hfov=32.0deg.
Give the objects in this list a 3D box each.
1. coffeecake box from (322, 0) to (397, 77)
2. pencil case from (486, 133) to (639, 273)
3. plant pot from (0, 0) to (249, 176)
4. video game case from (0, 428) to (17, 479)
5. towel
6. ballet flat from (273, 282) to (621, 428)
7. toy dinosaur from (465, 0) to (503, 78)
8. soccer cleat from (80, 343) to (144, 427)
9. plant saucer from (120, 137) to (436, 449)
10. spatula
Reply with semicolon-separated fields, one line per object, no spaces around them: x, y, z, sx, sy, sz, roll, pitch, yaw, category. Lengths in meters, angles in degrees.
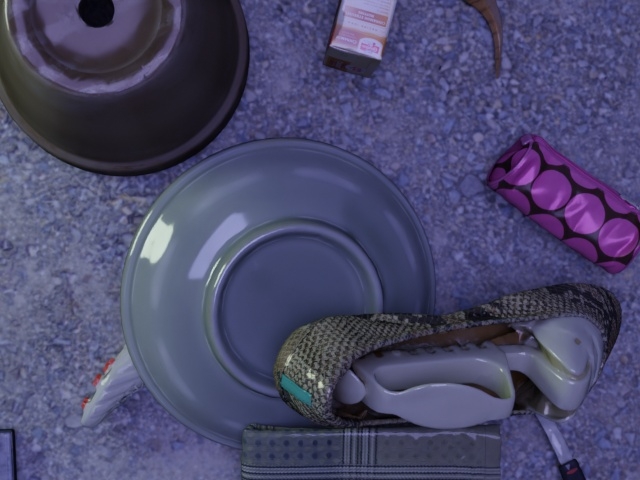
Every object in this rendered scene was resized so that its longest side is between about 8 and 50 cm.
0.061;-0.307;1.375;0.068;0.142;0.185;15;89;-3;coffeecake box
0.320;-0.052;1.422;0.209;0.095;0.098;33;123;-5;pencil case
-0.240;-0.239;1.287;0.323;0.280;0.323;0;91;-5;plant pot
-0.478;0.379;1.397;0.196;0.026;0.274;-3;91;-4;video game case
0.066;0.364;1.370;0.324;0.056;0.312;0;105;4;towel
0.190;0.154;1.293;0.483;0.182;0.164;-4;108;-23;ballet flat
0.203;-0.328;1.438;0.112;0.064;0.211;-40;103;8;toy dinosaur
-0.226;0.160;1.395;0.076;0.068;0.196;36;85;-6;soccer cleat
-0.037;0.078;1.351;0.401;0.100;0.400;-2;100;-14;plant saucer
0.308;0.266;1.450;0.084;0.030;0.296;-24;92;-7;spatula
